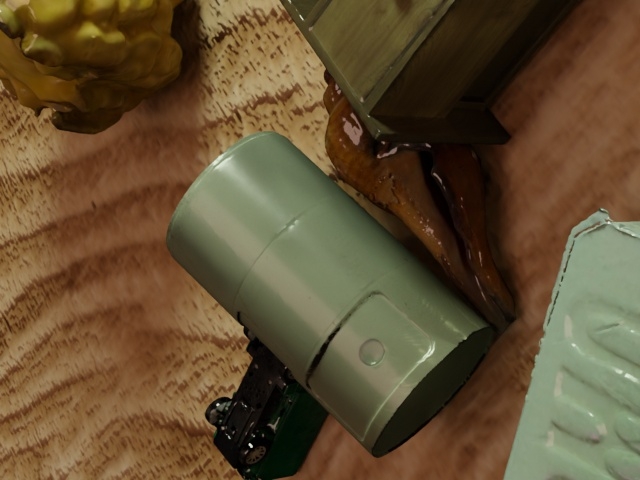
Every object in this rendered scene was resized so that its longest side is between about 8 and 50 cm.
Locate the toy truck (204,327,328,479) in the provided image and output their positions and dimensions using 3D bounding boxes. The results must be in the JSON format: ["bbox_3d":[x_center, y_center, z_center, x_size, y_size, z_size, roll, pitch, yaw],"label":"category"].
[{"bbox_3d":[-0.035,0.124,0.996,0.065,0.079,0.147,45,123,35],"label":"toy truck"}]

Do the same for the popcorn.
[{"bbox_3d":[-0.226,-0.203,1.075,0.250,0.250,0.190,23,83,42],"label":"popcorn"}]

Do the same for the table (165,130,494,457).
[{"bbox_3d":[0.005,0.036,0.889,0.220,0.126,0.126,42,121,20],"label":"table"}]

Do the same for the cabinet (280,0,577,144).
[{"bbox_3d":[0.074,-0.200,0.818,0.175,0.148,0.215,-50,60,35],"label":"cabinet"}]

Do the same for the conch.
[{"bbox_3d":[0.075,-0.047,0.884,0.232,0.080,0.086,41,142,9],"label":"conch"}]

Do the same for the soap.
[{"bbox_3d":[0.200,0.118,0.751,0.150,0.094,0.262,26,111,41],"label":"soap"}]
